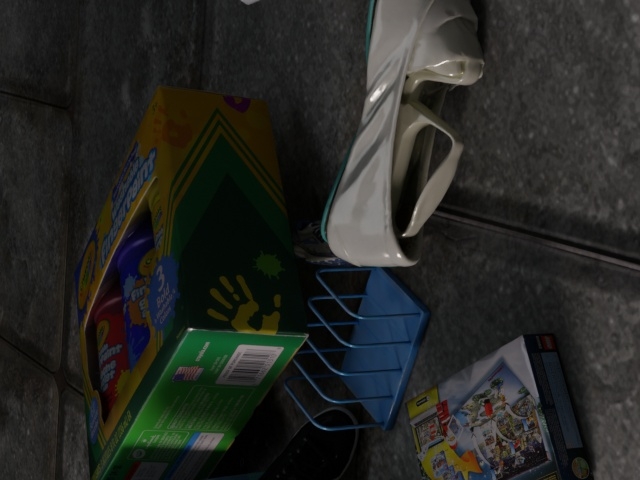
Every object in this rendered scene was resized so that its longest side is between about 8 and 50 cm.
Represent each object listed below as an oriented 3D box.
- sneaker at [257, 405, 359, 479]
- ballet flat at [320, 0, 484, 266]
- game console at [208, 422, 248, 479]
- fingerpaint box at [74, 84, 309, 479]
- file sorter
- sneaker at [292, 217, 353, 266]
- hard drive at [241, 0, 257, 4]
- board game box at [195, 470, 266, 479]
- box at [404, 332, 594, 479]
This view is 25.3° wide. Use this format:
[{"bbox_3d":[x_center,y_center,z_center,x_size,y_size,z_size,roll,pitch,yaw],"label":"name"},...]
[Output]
[{"bbox_3d":[-0.035,0.304,1.750,0.079,0.121,0.217,41,102,4],"label":"sneaker"},{"bbox_3d":[0.111,-0.155,1.562,0.139,0.139,0.400,31,110,54],"label":"ballet flat"},{"bbox_3d":[-0.171,0.185,2.098,0.213,0.044,0.361,10,99,58],"label":"game console"},{"bbox_3d":[-0.194,0.080,1.895,0.445,0.163,0.371,124,144,-48],"label":"fingerpaint box"},{"bbox_3d":[0.038,0.128,1.698,0.118,0.104,0.170,47,129,47],"label":"file sorter"},{"bbox_3d":[0.000,0.000,1.808,0.135,0.052,0.058,14,99,57],"label":"sneaker"},{"bbox_3d":[0.045,-0.397,1.611,0.353,0.047,0.233,-5,50,58],"label":"hard drive"},{"bbox_3d":[-0.200,0.437,1.952,0.336,0.254,0.079,-54,48,45],"label":"board game box"},{"bbox_3d":[0.184,0.213,1.519,0.233,0.044,0.159,-39,58,52],"label":"box"}]
